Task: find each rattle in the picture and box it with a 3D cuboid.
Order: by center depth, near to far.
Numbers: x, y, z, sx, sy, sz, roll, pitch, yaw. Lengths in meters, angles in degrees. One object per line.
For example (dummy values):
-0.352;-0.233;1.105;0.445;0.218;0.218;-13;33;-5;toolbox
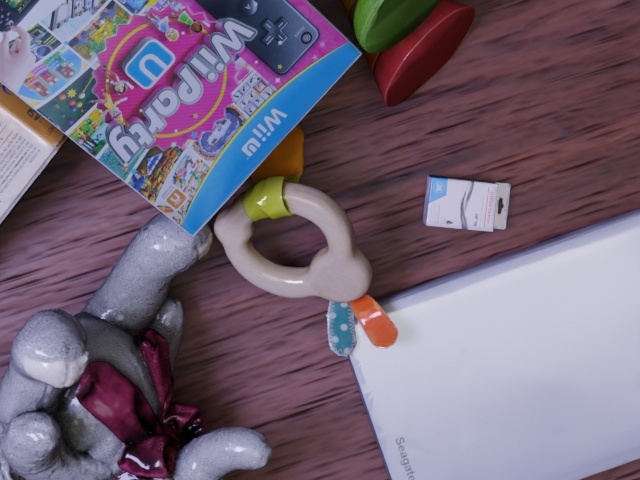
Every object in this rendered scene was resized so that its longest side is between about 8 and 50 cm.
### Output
0.000;0.000;1.628;0.200;0.142;0.130;37;109;-19;rattle

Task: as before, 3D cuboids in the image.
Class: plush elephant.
-0.162;0.190;1.552;0.255;0.272;0.330;38;122;5;plush elephant

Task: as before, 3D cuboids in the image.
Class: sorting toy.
0.045;-0.240;1.494;0.127;0.365;0.126;-45;74;-5;sorting toy

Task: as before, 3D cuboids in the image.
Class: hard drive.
0.216;0.125;1.678;0.353;0.047;0.233;-19;98;-2;hard drive

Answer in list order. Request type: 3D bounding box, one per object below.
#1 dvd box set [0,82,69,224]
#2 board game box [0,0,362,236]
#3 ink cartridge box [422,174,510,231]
-0.470;-0.118;1.525;0.420;0.062;0.307;38;118;-8;dvd box set
-0.150;-0.185;1.443;0.224;0.097;0.303;-47;119;5;board game box
0.144;-0.035;1.660;0.083;0.028;0.048;5;97;-6;ink cartridge box
